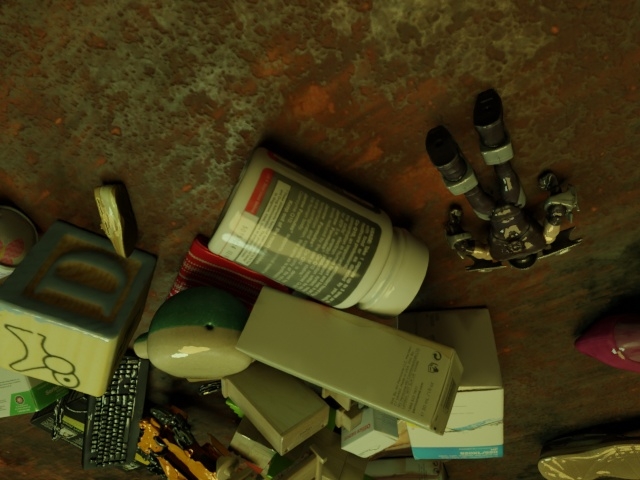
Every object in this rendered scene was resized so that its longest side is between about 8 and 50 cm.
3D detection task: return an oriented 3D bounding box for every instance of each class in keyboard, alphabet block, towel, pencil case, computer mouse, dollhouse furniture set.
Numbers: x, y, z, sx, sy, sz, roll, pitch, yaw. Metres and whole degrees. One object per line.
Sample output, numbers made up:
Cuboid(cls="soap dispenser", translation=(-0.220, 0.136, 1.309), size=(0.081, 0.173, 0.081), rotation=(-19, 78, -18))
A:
Cuboid(cls="keyboard", translation=(-0.508, 0.391, 1.078), size=(0.201, 0.033, 0.317), rotation=(7, 109, -21))
Cuboid(cls="alphabet block", translation=(-0.421, 0.121, 0.831), size=(0.192, 0.193, 0.197), rotation=(23, 130, -10))
Cuboid(cls="towel", translation=(-0.186, 0.127, 0.893), size=(0.198, 0.031, 0.275), rotation=(27, 125, -9))
Cuboid(cls="pencil case", translation=(-0.627, 0.024, 0.829), size=(0.273, 0.113, 0.124), rotation=(-14, 108, 19))
Cuboid(cls="computer mouse", translation=(-0.136, 0.280, 0.980), size=(0.242, 0.041, 0.071), rotation=(-22, 158, 5))
Cuboid(cls="dollhouse furniture set", translation=(-0.077, 0.409, 0.923), size=(0.174, 0.303, 0.356), rotation=(32, 130, 39))

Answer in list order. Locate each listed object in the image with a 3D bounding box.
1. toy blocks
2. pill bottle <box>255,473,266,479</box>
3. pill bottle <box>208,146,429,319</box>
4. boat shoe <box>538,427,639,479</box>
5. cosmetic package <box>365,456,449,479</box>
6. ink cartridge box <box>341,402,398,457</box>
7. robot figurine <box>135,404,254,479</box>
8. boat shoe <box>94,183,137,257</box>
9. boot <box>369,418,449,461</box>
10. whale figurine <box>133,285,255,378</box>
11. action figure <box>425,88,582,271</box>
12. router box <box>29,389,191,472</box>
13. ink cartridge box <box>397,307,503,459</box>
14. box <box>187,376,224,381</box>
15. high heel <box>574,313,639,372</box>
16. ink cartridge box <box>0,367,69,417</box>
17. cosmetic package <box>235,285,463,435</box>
Cuboid(cls="toy blocks", translation=(-0.068, 0.508, 1.120), size=(0.381, 0.191, 0.261), rotation=(26, 139, 2))
Cuboid(cls="pill bottle", translation=(-0.062, 0.676, 1.259), size=(0.121, 0.121, 0.216), rotation=(-40, 90, 33))
Cuboid(cls="pill bottle", translation=(0.000, 0.000, 0.687), size=(0.283, 0.161, 0.161), rotation=(26, 129, -14))
Cuboid(cls="boat shoe", translation=(0.625, 0.461, 1.047), size=(0.285, 0.092, 0.103), rotation=(-25, 104, 29))
Cuboid(cls="cosmetic package", translation=(0.189, 0.670, 1.263), size=(0.296, 0.129, 0.153), rotation=(-10, 130, 15))
Cuboid(cls="ink cartridge box", translation=(0.098, 0.347, 0.979), size=(0.063, 0.150, 0.109), rotation=(28, 128, -21))
Cuboid(cls="robot figurine", translation=(-0.300, 0.501, 1.095), size=(0.291, 0.085, 0.211), rotation=(37, 118, 13))
Cuboid(cls="boat shoe", translation=(-0.337, -0.033, 0.785), size=(0.045, 0.050, 0.135), rotation=(7, 121, 6))
Cuboid(cls="boot", translation=(0.212, 0.490, 1.128), size=(0.207, 0.090, 0.248), rotation=(31, 124, -15))
Cuboid(cls="whale figurine", translation=(-0.214, 0.171, 0.847), size=(0.216, 0.141, 0.272), rotation=(7, 153, -17))
Cuboid(cls="action figure", translation=(0.250, -0.052, 0.657), size=(0.185, 0.099, 0.285), rotation=(-26, 127, 18))
Cuboid(cls="router box", translation=(-0.532, 0.475, 1.225), size=(0.243, 0.081, 0.309), rotation=(-27, 122, 26))
Cuboid(cls="ink cartridge box", translation=(0.237, 0.265, 0.877), size=(0.168, 0.171, 0.233), rotation=(-7, 130, 13))
Cuboid(cls="box", translation=(-0.229, 0.242, 1.021), size=(0.201, 0.021, 0.164), rotation=(-10, 128, 16))
Cuboid(cls="high heel", translation=(0.650, 0.190, 0.828), size=(0.377, 0.127, 0.181), rotation=(17, 160, -12))
Cuboid(cls="ink cartridge box", translation=(-0.631, 0.243, 0.976), size=(0.153, 0.087, 0.208), rotation=(-13, 96, 19))
Cuboid(cls="cosmetic package", translation=(0.047, 0.182, 0.733), size=(0.309, 0.113, 0.160), rotation=(16, 162, 26))
